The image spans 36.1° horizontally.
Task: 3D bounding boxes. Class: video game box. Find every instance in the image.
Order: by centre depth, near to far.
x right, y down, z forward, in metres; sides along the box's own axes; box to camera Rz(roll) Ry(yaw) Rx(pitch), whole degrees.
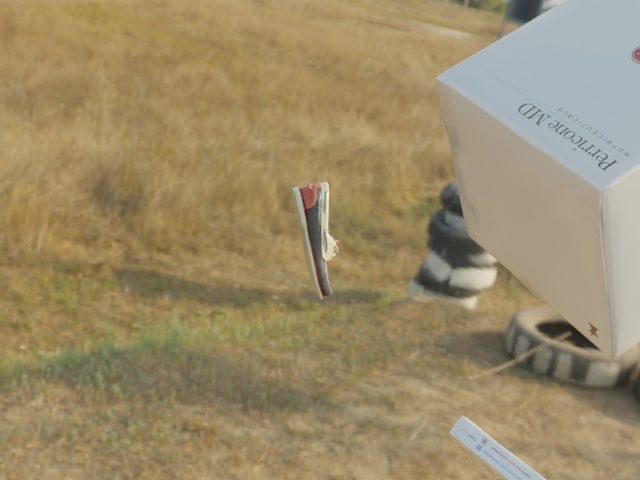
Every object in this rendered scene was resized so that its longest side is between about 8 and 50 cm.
[{"bbox_3d":[0.328,0.414,1.805,0.187,0.048,0.205,39,-10,25],"label":"video game box"}]

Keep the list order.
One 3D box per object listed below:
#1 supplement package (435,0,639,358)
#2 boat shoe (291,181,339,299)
[{"bbox_3d":[0.263,-0.089,0.724,0.293,0.175,0.177,-32,45,-12],"label":"supplement package"},{"bbox_3d":[0.000,0.000,1.147,0.043,0.136,0.049,-12,5,-11],"label":"boat shoe"}]
